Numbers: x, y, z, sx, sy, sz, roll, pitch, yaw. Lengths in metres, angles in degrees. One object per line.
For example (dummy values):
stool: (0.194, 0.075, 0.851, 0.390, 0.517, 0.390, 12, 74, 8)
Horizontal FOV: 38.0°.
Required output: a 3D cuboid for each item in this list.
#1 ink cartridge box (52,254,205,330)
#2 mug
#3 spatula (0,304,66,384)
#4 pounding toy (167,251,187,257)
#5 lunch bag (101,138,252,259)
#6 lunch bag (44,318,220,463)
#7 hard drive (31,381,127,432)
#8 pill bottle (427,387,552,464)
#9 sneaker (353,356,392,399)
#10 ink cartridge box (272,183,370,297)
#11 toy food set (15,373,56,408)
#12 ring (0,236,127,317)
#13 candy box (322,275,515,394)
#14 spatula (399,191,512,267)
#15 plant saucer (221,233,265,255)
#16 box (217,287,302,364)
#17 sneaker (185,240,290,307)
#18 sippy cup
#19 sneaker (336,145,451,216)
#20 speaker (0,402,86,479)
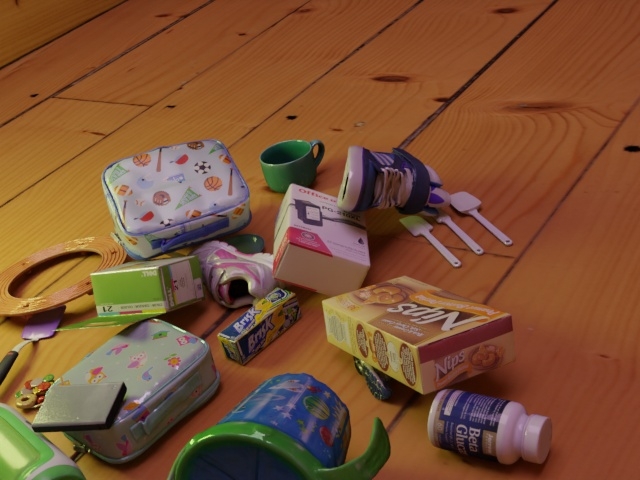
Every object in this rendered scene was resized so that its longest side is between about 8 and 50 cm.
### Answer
ink cartridge box: (-0.379, 0.102, 1.828, 0.189, 0.097, 0.255, -6, 6, 30)
mug: (-0.061, -0.176, 2.258, 0.158, 0.097, 0.129, -11, 31, 4)
spatula: (-0.613, 0.223, 1.895, 0.084, 0.030, 0.296, -5, 27, 16)
pounding toy: (-0.310, -0.019, 2.136, 0.270, 0.154, 0.154, -16, 1, -21)
lunch bag: (-0.309, -0.084, 1.982, 0.303, 0.115, 0.243, -19, 57, -15)
lunch bag: (-0.328, 0.268, 1.644, 0.224, 0.107, 0.279, 17, 43, 38)
hard drive: (-0.398, 0.276, 1.535, 0.135, 0.022, 0.094, -6, 35, 15)
pill bottle: (0.255, 0.282, 1.394, 0.169, 0.094, 0.094, 7, 37, 31)
sneaker: (0.102, 0.221, 1.599, 0.058, 0.052, 0.135, -16, 31, -11)
ink cartridge box: (0.000, 0.000, 1.884, 0.172, 0.100, 0.237, 18, 29, -11)
toy food set: (-0.543, 0.290, 1.777, 0.083, 0.020, 0.082, -18, 31, -6)
ring: (-0.595, 0.084, 2.098, 0.337, 0.032, 0.336, -12, 26, 6)
candy box: (0.157, 0.150, 1.569, 0.183, 0.087, 0.316, -16, 17, -24)
spatula: (0.289, -0.027, 1.953, 0.168, 0.019, 0.242, -21, 31, -12)
plant saucer: (-0.178, 0.026, 2.055, 0.119, 0.021, 0.119, -11, 32, 7)
box: (-0.114, 0.162, 1.772, 0.054, 0.059, 0.169, 14, 41, 42)
sneaker: (-0.191, 0.075, 1.903, 0.252, 0.103, 0.111, 6, 35, 31)
sippy cup: (-0.061, 0.317, 1.366, 0.306, 0.240, 0.224, 20, 30, 11)
sneaker: (0.163, -0.115, 1.939, 0.236, 0.130, 0.323, 13, 12, 1)
speaker: (-0.500, 0.371, 1.531, 0.131, 0.131, 0.297, -34, 36, -30)
